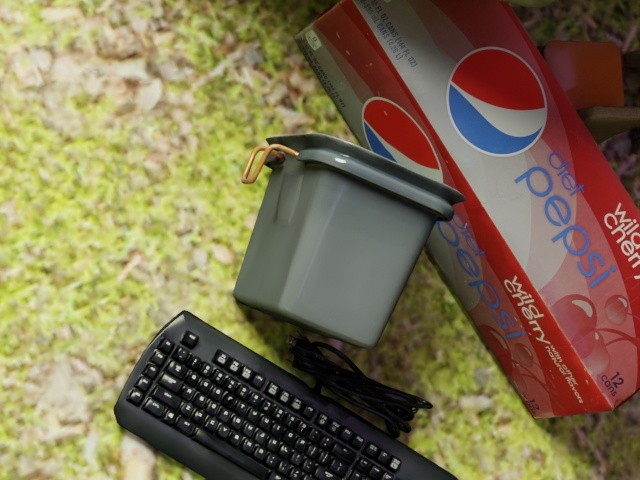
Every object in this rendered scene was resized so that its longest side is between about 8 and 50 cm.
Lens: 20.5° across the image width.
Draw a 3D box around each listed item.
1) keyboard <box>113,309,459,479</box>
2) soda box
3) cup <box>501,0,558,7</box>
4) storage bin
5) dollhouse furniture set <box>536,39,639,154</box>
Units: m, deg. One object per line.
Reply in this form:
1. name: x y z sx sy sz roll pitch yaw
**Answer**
1. keyboard: -0.007 0.100 0.945 0.192 0.038 0.100 32 73 -15
2. soda box: 0.099 -0.033 0.973 0.083 0.092 0.263 -35 95 -23
3. cup: 0.082 -0.251 0.840 0.331 0.331 0.237 -37 81 -21
4. storage bin: 0.000 0.000 0.916 0.098 0.135 0.091 23 85 -16
5. dollhouse furniture set: 0.233 -0.190 1.022 0.259 0.135 0.262 -1 83 -21
